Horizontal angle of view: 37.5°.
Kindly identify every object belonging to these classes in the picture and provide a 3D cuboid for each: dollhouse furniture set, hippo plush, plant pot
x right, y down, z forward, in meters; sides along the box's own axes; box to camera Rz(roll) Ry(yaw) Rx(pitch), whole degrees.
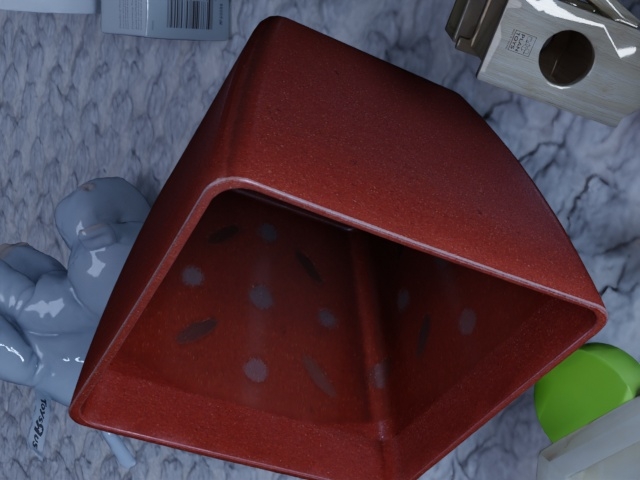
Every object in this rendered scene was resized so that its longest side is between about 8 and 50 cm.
[{"bbox_3d":[0.166,-0.181,0.611,0.182,0.101,0.161,-87,16,-68],"label":"dollhouse furniture set"},{"bbox_3d":[-0.282,0.052,1.040,0.237,0.234,0.294,-52,41,27],"label":"hippo plush"},{"bbox_3d":[0.000,0.000,0.689,0.267,0.267,0.236,-52,28,40],"label":"plant pot"}]

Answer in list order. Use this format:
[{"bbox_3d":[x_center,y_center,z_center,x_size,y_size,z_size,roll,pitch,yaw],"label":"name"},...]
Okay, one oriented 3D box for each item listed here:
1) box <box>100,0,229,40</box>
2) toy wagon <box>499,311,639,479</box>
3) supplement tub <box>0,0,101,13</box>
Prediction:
[{"bbox_3d":[-0.153,-0.251,0.934,0.087,0.101,0.102,15,108,45],"label":"box"},{"bbox_3d":[0.240,0.197,0.620,0.267,0.068,0.344,-46,64,42],"label":"toy wagon"},{"bbox_3d":[-0.303,-0.412,0.963,0.241,0.241,0.332,22,114,43],"label":"supplement tub"}]
